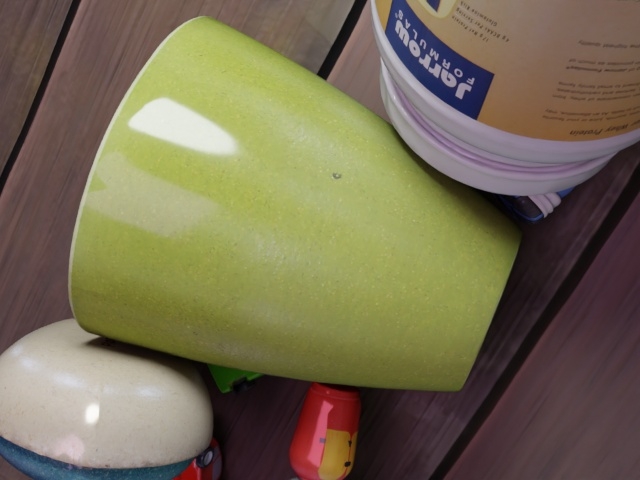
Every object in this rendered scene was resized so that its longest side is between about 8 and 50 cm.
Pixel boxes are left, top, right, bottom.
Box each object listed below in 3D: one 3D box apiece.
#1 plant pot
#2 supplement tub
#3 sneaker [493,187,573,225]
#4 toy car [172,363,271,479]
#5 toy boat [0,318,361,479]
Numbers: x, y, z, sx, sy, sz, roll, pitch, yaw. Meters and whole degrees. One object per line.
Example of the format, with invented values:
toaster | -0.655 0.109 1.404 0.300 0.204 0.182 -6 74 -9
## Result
plant pot | 0.000 0.000 0.774 0.293 0.275 0.275 21 105 9
supplement tub | 0.153 -0.190 0.596 0.228 0.228 0.316 43 155 17
sneaker | 0.135 -0.112 0.783 0.081 0.080 0.211 -36 75 0
toy car | -0.105 0.132 0.939 0.225 0.053 0.239 -30 82 27
toy boat | -0.124 0.168 0.807 0.318 0.267 0.148 12 93 -6
